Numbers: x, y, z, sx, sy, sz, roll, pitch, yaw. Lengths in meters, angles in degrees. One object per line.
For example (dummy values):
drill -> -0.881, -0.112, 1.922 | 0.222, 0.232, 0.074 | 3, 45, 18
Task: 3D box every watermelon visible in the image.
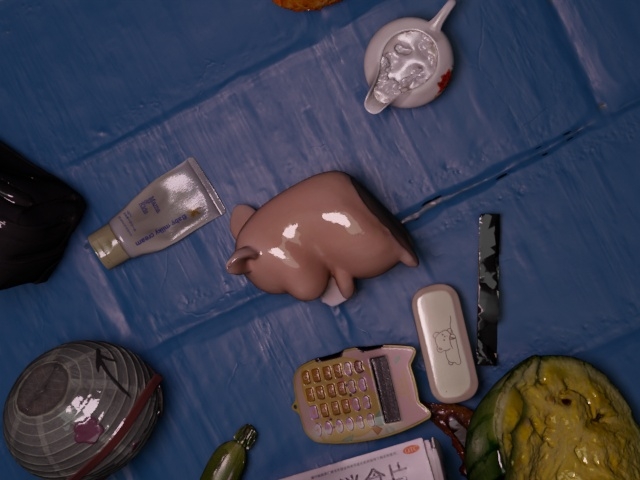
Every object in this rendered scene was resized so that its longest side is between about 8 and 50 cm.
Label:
watermelon -> 0.342, 0.345, 1.545 | 0.189, 0.331, 0.331 | -28, 89, 44

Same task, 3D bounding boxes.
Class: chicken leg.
chicken leg -> 0.230, 0.321, 1.644 | 0.089, 0.048, 0.219 | -43, 86, 8

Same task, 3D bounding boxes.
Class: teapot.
teapot -> 0.149, -0.296, 1.607 | 0.145, 0.092, 0.226 | 34, 94, 1

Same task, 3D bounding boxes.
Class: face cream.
face cream -> -0.283, -0.039, 1.688 | 0.224, 0.070, 0.114 | -32, 89, -2

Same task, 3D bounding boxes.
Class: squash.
squash -> -0.184, 0.464, 1.689 | 0.080, 0.071, 0.318 | 14, 92, -35

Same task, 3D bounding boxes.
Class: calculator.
calculator -> 0.062, 0.257, 1.657 | 0.236, 0.033, 0.157 | -13, 88, 17

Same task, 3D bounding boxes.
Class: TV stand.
TV stand -> 0.276, 0.080, 1.632 | 0.036, 0.042, 0.249 | 1, 92, 9

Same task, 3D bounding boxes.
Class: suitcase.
suitcase -> -0.581, -0.068, 1.579 | 0.345, 0.339, 0.188 | 35, 100, 4

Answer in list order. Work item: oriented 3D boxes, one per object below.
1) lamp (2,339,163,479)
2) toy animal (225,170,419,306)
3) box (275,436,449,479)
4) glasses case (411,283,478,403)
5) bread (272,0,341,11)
lamp -> -0.386, 0.281, 1.632 | 0.233, 0.233, 0.265 | 43, 89, 3
toy animal -> -0.003, 0.003, 1.600 | 0.256, 0.195, 0.213 | -31, 114, 8
box -> 0.057, 0.451, 1.593 | 0.333, 0.145, 0.173 | -18, 64, 7
glasses case -> 0.204, 0.169, 1.631 | 0.083, 0.050, 0.196 | -14, 84, 3
bread -> 0.026, -0.471, 1.621 | 0.269, 0.095, 0.139 | -38, 90, -7
